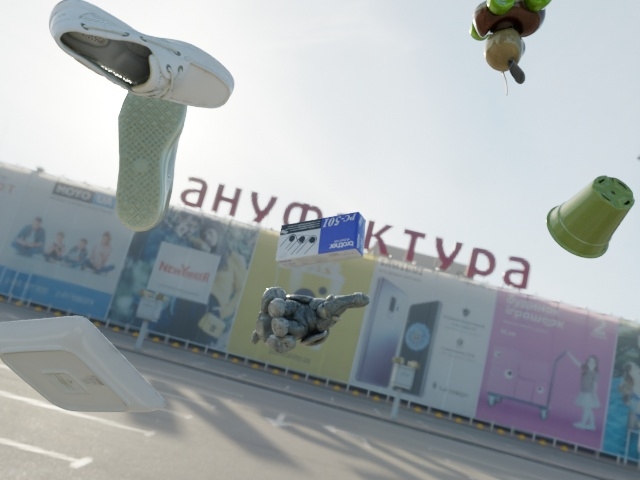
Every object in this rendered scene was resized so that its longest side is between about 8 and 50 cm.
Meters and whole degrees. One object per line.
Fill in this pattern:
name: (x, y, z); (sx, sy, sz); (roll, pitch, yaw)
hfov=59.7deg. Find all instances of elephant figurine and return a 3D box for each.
elephant figurine: (-0.027, 0.196, 1.388); (0.239, 0.170, 0.186); (-4, 18, -32)

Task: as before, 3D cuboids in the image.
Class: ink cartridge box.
ink cartridge box: (0.000, 0.000, 1.275); (0.207, 0.097, 0.046); (-9, -32, 27)

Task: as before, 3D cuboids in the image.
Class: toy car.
toy car: (0.399, -0.406, 1.159); (0.148, 0.189, 0.155); (-5, -3, -1)

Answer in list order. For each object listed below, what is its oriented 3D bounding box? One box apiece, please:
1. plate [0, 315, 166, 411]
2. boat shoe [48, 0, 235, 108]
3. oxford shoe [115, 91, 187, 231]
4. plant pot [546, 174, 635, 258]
plate: (-0.474, 0.253, 1.058); (0.277, 0.045, 0.277); (-8, -50, 24)
boat shoe: (-0.249, -0.246, 0.811); (0.277, 0.098, 0.096); (14, 35, -33)
oxford shoe: (-0.444, -0.244, 1.467); (0.169, 0.450, 0.130); (7, -4, -3)
plant pot: (0.329, -0.035, 0.668); (0.083, 0.083, 0.079); (16, -38, -2)
